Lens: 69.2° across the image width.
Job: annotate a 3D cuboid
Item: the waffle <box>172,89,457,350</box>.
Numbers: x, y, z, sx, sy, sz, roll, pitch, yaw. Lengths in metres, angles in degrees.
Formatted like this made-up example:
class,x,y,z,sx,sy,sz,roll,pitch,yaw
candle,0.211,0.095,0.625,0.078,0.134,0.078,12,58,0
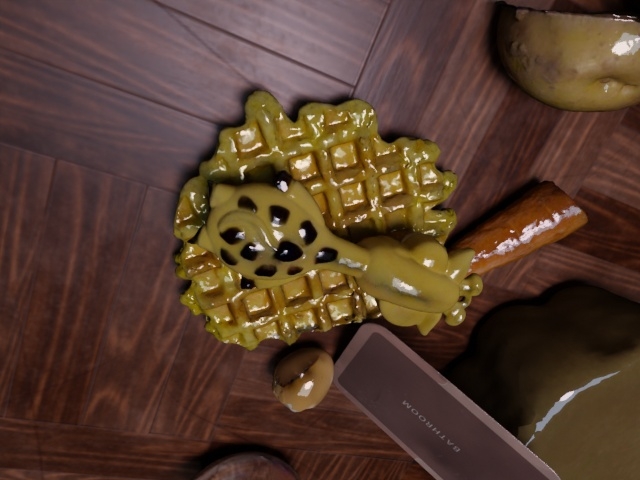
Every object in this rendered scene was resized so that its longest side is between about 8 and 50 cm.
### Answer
class,x,y,z,sx,sy,sz,roll,pitch,yaw
waffle,-0.001,-0.002,0.513,0.312,0.060,0.307,15,111,-18

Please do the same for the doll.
class,x,y,z,sx,sy,sz,roll,pitch,yaw
doll,0.025,0.016,0.447,0.291,0.086,0.117,17,113,-17

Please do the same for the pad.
class,x,y,z,sx,sy,sz,roll,pitch,yaw
pad,0.130,0.219,0.552,0.002,0.266,0.176,-39,162,-39

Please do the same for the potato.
class,x,y,z,sx,sy,sz,roll,pitch,yaw
potato,0.299,-0.179,0.460,0.243,0.138,0.098,-4,120,-9

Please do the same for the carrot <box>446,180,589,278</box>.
class,x,y,z,sx,sy,sz,roll,pitch,yaw
carrot,0.211,0.005,0.564,0.205,0.072,0.072,-31,118,5

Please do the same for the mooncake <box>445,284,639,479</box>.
class,x,y,z,sx,sy,sz,roll,pitch,yaw
mooncake,0.362,0.243,0.651,0.379,0.200,0.378,-4,111,-10

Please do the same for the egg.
class,x,y,z,sx,sy,sz,roll,pitch,yaw
egg,-0.020,0.172,0.583,0.083,0.071,0.071,-36,118,-1

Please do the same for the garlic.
class,x,y,z,sx,sy,sz,roll,pitch,yaw
garlic,-0.108,0.348,0.612,0.198,0.128,0.090,23,123,-26
